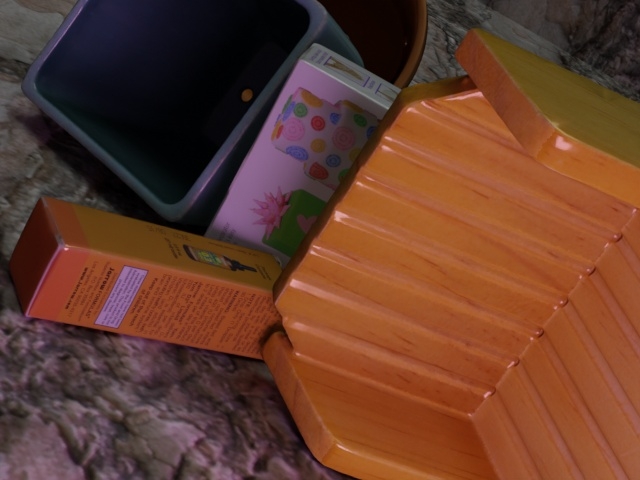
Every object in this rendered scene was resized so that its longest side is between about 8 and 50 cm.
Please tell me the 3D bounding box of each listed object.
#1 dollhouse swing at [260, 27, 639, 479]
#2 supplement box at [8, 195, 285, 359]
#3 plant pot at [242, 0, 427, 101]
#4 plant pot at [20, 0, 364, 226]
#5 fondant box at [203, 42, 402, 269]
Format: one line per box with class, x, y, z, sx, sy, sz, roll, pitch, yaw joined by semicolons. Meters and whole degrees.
dollhouse swing;0.157;0.107;0.970;0.315;0.347;0.305;21;34;-20
supplement box;-0.133;0.036;1.108;0.233;0.080;0.078;13;27;-33
plant pot;0.004;-0.272;1.742;0.291;0.291;0.203;33;5;10
plant pot;-0.099;-0.158;1.385;0.248;0.247;0.252;40;6;25
fondant box;0.076;0.006;1.215;0.330;0.238;0.096;29;22;-2
